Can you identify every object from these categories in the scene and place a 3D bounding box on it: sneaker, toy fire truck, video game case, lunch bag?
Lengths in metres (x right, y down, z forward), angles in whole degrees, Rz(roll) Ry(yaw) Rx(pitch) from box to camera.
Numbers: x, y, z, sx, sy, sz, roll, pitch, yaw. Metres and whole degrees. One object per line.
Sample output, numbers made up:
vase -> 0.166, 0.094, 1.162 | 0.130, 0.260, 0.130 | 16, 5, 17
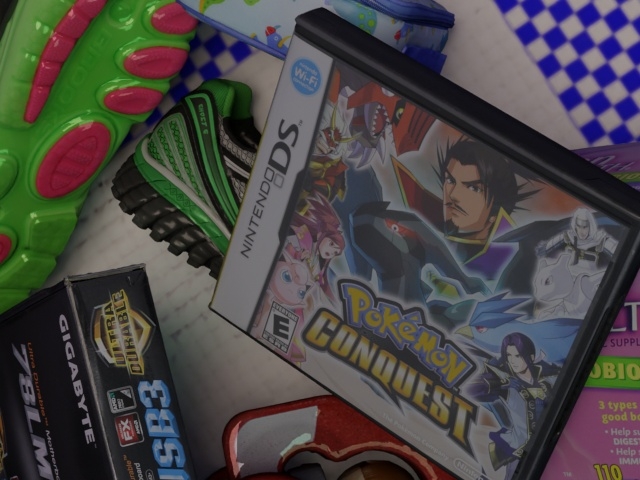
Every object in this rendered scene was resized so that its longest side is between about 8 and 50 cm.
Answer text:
sneaker -> 0.000, 0.000, 1.272 | 0.343, 0.134, 0.146 | 37, 101, 13
sneaker -> -0.274, -0.093, 1.352 | 0.483, 0.185, 0.202 | -45, 39, 19
toy fire truck -> 0.040, 0.265, 1.265 | 0.254, 0.169, 0.302 | -10, 87, -9
video game case -> 0.064, 0.015, 1.107 | 0.275, 0.035, 0.248 | 33, 124, 22
lunch bag -> 0.005, -0.173, 1.233 | 0.176, 0.219, 0.090 | 28, 102, 13

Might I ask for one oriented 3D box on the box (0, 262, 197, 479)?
box -> -0.179, 0.189, 1.259 | 0.073, 0.293, 0.295 | -12, 84, -28

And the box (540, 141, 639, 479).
box -> 0.198, 0.064, 1.143 | 0.213, 0.117, 0.243 | -4, 110, 40
